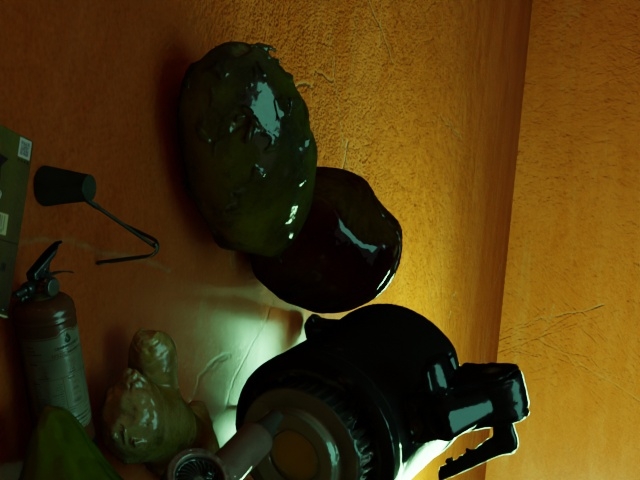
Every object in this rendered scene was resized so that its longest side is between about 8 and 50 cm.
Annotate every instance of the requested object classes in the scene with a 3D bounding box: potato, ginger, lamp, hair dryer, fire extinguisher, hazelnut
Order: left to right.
[{"bbox_3d":[-0.202,0.091,0.785,0.062,0.050,0.177,-31,123,-55],"label":"fire extinguisher"},{"bbox_3d":[-0.178,-0.021,0.836,0.121,0.054,0.041,59,38,-58],"label":"lamp"},{"bbox_3d":[-0.135,0.203,0.978,0.299,0.065,0.118,74,32,-49],"label":"ginger"},{"bbox_3d":[-0.077,0.196,0.887,0.220,0.054,0.195,-40,166,-43],"label":"hair dryer"},{"bbox_3d":[-0.069,-0.083,1.042,0.149,0.113,0.251,-38,128,-35],"label":"potato"},{"bbox_3d":[0.000,0.000,1.224,0.204,0.178,0.178,6,87,-66],"label":"hazelnut"},{"bbox_3d":[0.027,0.199,1.192,0.272,0.374,0.205,-18,97,-37],"label":"lamp"}]

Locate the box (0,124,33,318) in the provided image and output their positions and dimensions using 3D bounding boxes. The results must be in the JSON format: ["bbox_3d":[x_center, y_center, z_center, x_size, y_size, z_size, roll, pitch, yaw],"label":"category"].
[{"bbox_3d":[-0.239,-0.018,0.707,0.090,0.023,0.133,33,61,-70],"label":"box"}]

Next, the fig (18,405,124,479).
[{"bbox_3d":[-0.163,0.255,0.732,0.167,0.167,0.233,-6,113,-71],"label":"fig"}]
